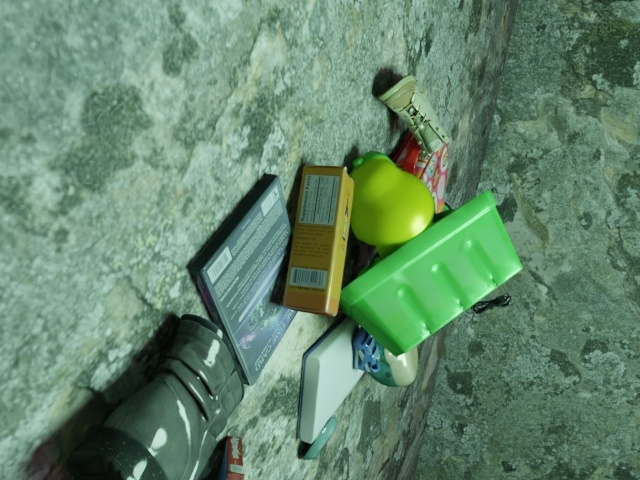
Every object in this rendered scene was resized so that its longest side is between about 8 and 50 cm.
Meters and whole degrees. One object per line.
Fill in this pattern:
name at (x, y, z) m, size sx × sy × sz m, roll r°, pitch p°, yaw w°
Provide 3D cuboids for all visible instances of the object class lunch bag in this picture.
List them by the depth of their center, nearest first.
lunch bag at (0.233, -0.133, 1.280) m, size 0.293 × 0.120 × 0.258 m, roll -56°, pitch 149°, yaw -37°

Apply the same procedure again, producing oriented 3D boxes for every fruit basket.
fruit basket at (0.174, 0.005, 1.066) m, size 0.283 × 0.391 × 0.393 m, roll 83°, pitch 26°, yaw -75°

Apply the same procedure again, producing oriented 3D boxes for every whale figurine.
whale figurine at (0.169, 0.261, 1.382) m, size 0.216 × 0.141 × 0.272 m, roll -50°, pitch 124°, yaw -65°

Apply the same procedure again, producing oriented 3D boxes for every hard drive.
hard drive at (0.045, 0.283, 1.187) m, size 0.318 × 0.040 × 0.211 m, roll -32°, pitch 131°, yaw -59°

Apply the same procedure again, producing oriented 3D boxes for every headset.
headset at (0.413, 0.044, 1.546) m, size 0.243 × 0.185 × 0.395 m, roll -37°, pitch 101°, yaw -49°

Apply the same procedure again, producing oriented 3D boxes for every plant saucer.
plant saucer at (0.004, 0.447, 1.156) m, size 0.119 × 0.021 × 0.119 m, roll -51°, pitch 166°, yaw -18°

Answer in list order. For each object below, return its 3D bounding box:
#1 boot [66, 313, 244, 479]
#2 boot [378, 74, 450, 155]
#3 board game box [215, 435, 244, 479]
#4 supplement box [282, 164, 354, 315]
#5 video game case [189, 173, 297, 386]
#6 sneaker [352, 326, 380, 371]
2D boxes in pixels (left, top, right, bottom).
boot at (-0.160, 0.276, 0.641) m, size 0.223 × 0.118 × 0.339 m, roll -56°, pitch 156°, yaw -51°
boot at (0.209, -0.265, 1.113) m, size 0.165 × 0.077 × 0.213 m, roll 61°, pitch 26°, yaw 0°
board game box at (-0.160, 0.446, 0.740) m, size 0.145 × 0.027 × 0.282 m, roll 174°, pitch -69°, yaw -81°
supplement box at (0.000, 0.000, 0.834) m, size 0.078 × 0.080 × 0.234 m, roll 44°, pitch 54°, yaw -71°
video game case at (-0.092, 0.066, 0.777) m, size 0.196 × 0.026 × 0.274 m, roll -57°, pitch 151°, yaw -37°
sneaker at (0.110, 0.249, 1.186) m, size 0.053 × 0.059 × 0.144 m, roll -51°, pitch 146°, yaw -41°
